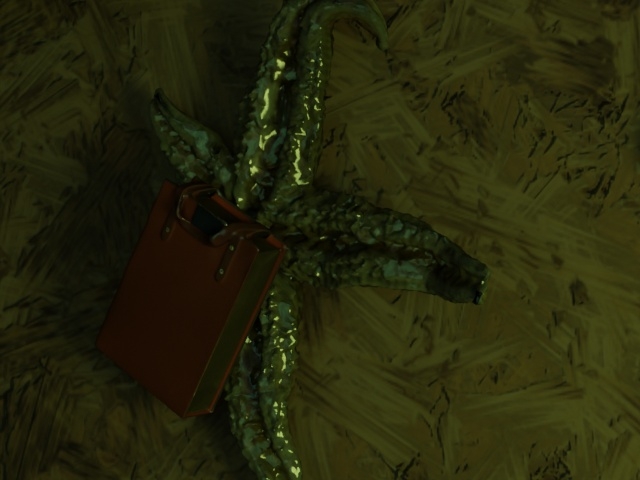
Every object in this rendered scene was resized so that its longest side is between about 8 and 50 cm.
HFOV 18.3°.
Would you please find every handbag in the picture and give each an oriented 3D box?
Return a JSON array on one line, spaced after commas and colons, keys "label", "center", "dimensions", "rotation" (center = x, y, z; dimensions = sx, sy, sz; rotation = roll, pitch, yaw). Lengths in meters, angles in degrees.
[{"label": "handbag", "center": [-0.119, 0.050, 1.813], "dimensions": [0.127, 0.063, 0.190], "rotation": [36, 114, 28]}]

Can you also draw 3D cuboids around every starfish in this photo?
[{"label": "starfish", "center": [0.000, 0.000, 1.807], "dimensions": [0.324, 0.082, 0.432], "rotation": [-25, 75, 29]}]
